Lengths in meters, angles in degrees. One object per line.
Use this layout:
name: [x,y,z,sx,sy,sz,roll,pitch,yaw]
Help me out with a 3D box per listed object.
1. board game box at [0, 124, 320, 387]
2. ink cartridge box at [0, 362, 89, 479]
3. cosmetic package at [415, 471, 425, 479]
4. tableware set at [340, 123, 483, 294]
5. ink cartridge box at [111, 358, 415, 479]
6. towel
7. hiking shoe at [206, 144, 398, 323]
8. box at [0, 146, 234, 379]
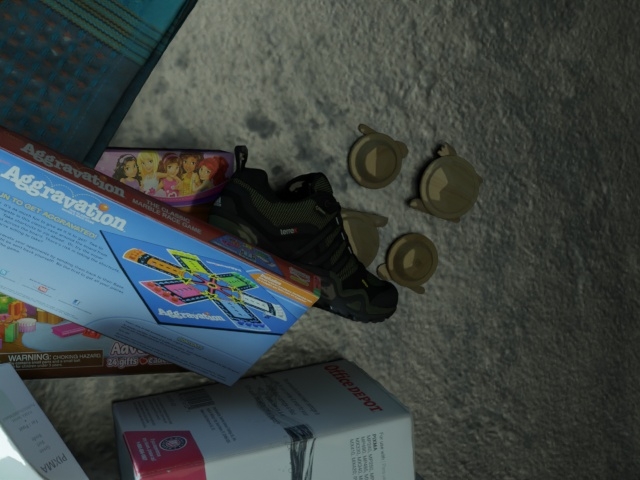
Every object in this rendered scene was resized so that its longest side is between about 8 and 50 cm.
board game box: [-0.156,0.023,0.782,0.281,0.027,0.145,27,129,-23]
ink cartridge box: [-0.256,0.236,0.790,0.181,0.056,0.224,-38,83,26]
cosmetic package: [0.004,0.352,0.940,0.224,0.138,0.224,-2,98,-19]
tableware set: [0.076,-0.027,0.965,0.141,0.020,0.168,23,92,-20]
ink cartridge box: [-0.053,0.194,0.875,0.237,0.172,0.100,-9,103,-17]
towel: [-0.297,-0.212,0.759,0.370,0.040,0.271,32,71,-19]
hiking shoe: [0.000,0.000,0.877,0.227,0.086,0.114,26,84,-39]
box: [-0.225,0.017,0.849,0.293,0.057,0.200,-1,98,-19]
